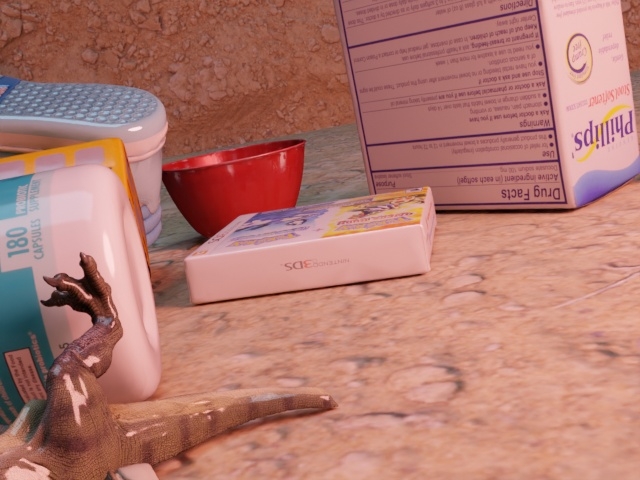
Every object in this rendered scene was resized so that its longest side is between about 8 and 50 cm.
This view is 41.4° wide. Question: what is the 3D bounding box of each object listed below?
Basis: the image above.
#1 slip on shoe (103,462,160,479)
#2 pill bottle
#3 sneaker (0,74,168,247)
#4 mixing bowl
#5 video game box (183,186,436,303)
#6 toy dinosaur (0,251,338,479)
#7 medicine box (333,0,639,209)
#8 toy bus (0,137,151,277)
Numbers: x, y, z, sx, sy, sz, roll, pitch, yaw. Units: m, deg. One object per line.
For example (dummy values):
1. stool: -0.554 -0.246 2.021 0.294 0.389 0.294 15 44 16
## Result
1. slip on shoe: -0.061 0.106 0.278 0.041 0.051 0.135 -10 7 -24
2. pill bottle: -0.234 0.049 0.487 0.264 0.146 0.146 -12 11 -7
3. sneaker: -0.306 -0.052 0.851 0.319 0.208 0.127 8 36 9
4. mixing bowl: -0.096 -0.056 1.009 0.181 0.098 0.181 -11 11 2
5. video game box: 0.000 0.000 0.775 0.205 0.048 0.187 -9 14 11
6. toy dinosaur: -0.123 0.077 0.381 0.268 0.118 0.064 -18 -24 -41
7. medicine box: 0.171 -0.184 0.904 0.149 0.289 0.263 -23 17 -41
8. toy bus: -0.317 0.014 0.702 0.332 0.108 0.130 -12 46 -8
